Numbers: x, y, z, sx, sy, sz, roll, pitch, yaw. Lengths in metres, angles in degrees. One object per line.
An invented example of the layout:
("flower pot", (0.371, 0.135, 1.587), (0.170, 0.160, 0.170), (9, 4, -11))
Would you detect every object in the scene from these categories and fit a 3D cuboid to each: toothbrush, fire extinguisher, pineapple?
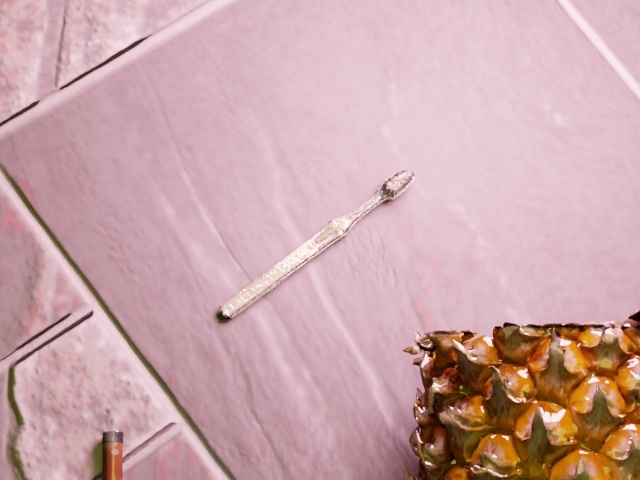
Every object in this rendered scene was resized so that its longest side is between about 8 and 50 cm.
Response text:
("toothbrush", (-0.001, 0.002, 1.587), (0.294, 0.028, 0.026), (-37, 81, -17))
("fire extinguisher", (-0.216, 0.243, 1.452), (0.028, 0.022, 0.083), (14, 65, -41))
("pineapple", (0.244, 0.230, 1.409), (0.352, 0.352, 0.300), (7, 79, -11))
